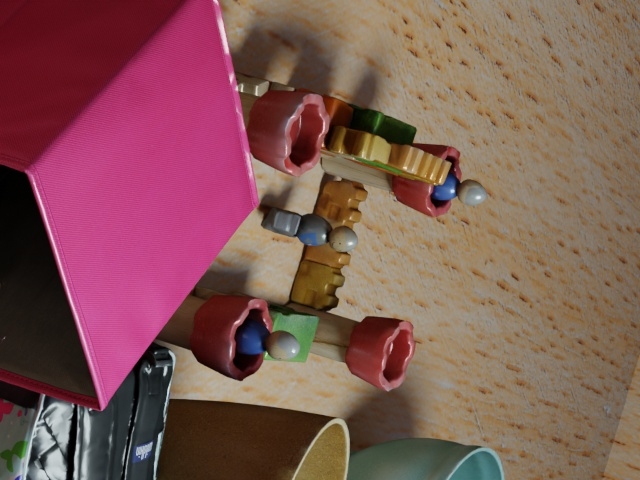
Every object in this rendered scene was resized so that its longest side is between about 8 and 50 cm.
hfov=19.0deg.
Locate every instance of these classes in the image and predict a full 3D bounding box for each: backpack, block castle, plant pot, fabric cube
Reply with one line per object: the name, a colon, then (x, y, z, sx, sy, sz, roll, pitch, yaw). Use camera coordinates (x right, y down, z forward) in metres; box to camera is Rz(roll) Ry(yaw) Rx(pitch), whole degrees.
backpack: (-0.250, 0.212, 1.722, 0.225, 0.191, 0.253, -10, 106, -58)
block castle: (0.000, 0.000, 2.071, 0.453, 0.213, 0.303, 13, 92, -64)
plant pot: (0.088, 0.381, 2.476, 0.293, 0.196, 0.293, -40, 137, -50)
fabric cube: (-0.234, -0.066, 1.525, 0.258, 0.259, 0.254, -55, 148, -37)
plant pot: (-0.132, 0.252, 1.885, 0.237, 0.254, 0.237, 16, 90, -75)
